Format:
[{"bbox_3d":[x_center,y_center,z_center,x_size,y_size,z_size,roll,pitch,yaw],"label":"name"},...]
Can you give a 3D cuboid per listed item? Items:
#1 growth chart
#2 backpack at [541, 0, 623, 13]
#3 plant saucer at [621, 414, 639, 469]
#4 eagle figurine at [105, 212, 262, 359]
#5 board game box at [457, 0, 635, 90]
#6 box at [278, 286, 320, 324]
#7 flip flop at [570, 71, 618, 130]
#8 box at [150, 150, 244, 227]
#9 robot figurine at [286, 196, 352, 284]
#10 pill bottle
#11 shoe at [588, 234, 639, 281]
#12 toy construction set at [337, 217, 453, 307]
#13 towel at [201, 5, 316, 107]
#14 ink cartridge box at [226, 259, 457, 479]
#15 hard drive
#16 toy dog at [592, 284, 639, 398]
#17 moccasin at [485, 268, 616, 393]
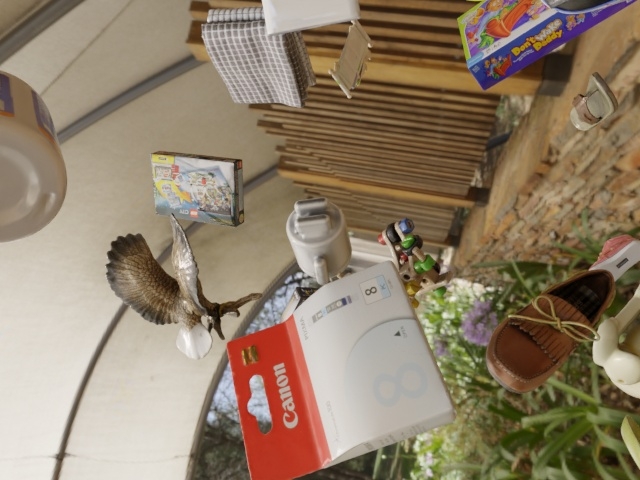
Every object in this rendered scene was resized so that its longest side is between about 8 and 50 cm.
[{"bbox_3d":[0.104,-0.570,1.686,0.172,0.021,0.237,44,-118,-54],"label":"growth chart"},{"bbox_3d":[0.426,-0.477,0.792,0.276,0.263,0.213,63,-153,-6],"label":"backpack"},{"bbox_3d":[0.847,0.571,1.379,0.037,0.241,0.241,-38,6,22],"label":"plant saucer"},{"bbox_3d":[-0.324,0.102,1.231,0.226,0.225,0.298,-48,-48,-7],"label":"eagle figurine"},{"bbox_3d":[0.483,-0.510,1.177,0.078,0.347,0.233,39,-142,-32],"label":"board game box"},{"bbox_3d":[-0.009,0.253,1.900,0.183,0.231,0.056,-64,33,32],"label":"box"},{"bbox_3d":[0.740,-0.369,1.491,0.112,0.080,0.277,63,-176,11],"label":"flip flop"},{"bbox_3d":[-0.301,-0.128,1.311,0.044,0.233,0.159,-44,-41,-61],"label":"box"},{"bbox_3d":[0.000,0.000,1.845,0.353,0.200,0.300,73,-165,-53],"label":"robot figurine"},{"bbox_3d":[-0.407,-0.123,0.660,0.272,0.152,0.152,46,142,48],"label":"pill bottle"},{"bbox_3d":[0.743,0.056,1.382,0.178,0.063,0.081,-42,10,15],"label":"shoe"},{"bbox_3d":[0.211,0.125,1.449,0.309,0.237,0.257,-39,20,22],"label":"toy construction set"},{"bbox_3d":[-0.160,-0.479,1.438,0.283,0.235,0.121,67,-151,-56],"label":"towel"},{"bbox_3d":[0.011,0.240,0.991,0.091,0.385,0.308,64,-174,-55],"label":"ink cartridge box"},{"bbox_3d":[-0.038,-0.626,1.151,0.040,0.210,0.318,-47,-49,-70],"label":"hard drive"},{"bbox_3d":[0.919,0.343,1.307,0.285,0.408,0.395,-27,-54,-28],"label":"toy dog"},{"bbox_3d":[0.454,0.161,1.027,0.380,0.139,0.147,-20,-33,-32],"label":"moccasin"}]
